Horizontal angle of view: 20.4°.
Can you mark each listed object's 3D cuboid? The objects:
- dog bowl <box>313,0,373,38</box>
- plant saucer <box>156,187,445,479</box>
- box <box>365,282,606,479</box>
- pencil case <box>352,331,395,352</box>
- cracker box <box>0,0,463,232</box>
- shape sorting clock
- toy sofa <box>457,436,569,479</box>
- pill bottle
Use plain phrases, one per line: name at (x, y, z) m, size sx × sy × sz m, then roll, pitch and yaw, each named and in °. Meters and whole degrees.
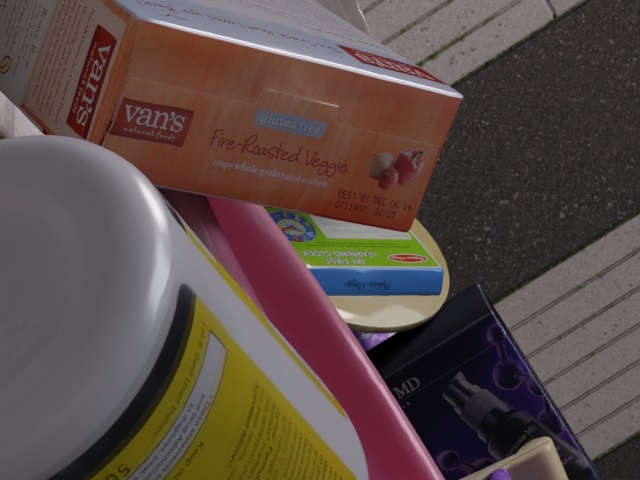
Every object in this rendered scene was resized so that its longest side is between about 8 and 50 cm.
dog bowl at (-0.062, -0.225, 1.337) m, size 0.349 × 0.102 × 0.349 m, roll 61°, pitch 8°, yaw -15°
plant saucer at (-0.005, 0.109, 0.798) m, size 0.332 × 0.084 × 0.332 m, roll 56°, pitch 4°, yaw -6°
box at (0.111, 0.161, 1.324) m, size 0.207 × 0.153 × 0.108 m, roll 56°, pitch 5°, yaw -9°
pencil case at (0.033, 0.081, 1.425) m, size 0.206 × 0.088 × 0.086 m, roll 55°, pitch -16°, yaw -21°
cracker box at (-0.069, -0.087, 0.759) m, size 0.155 × 0.067 × 0.232 m, roll 10°, pitch 18°, yaw -35°
shape sorting clock at (0.000, 0.000, 1.329) m, size 0.206 × 0.040 × 0.206 m, roll 18°, pitch 29°, yaw -10°
toy sofa at (0.174, 0.253, 1.092) m, size 0.362 × 0.177 × 0.150 m, roll -104°, pitch 169°, yaw -75°
pill bottle at (-0.048, 0.061, 0.487) m, size 0.184 × 0.103 × 0.103 m, roll 53°, pitch 6°, yaw -49°
